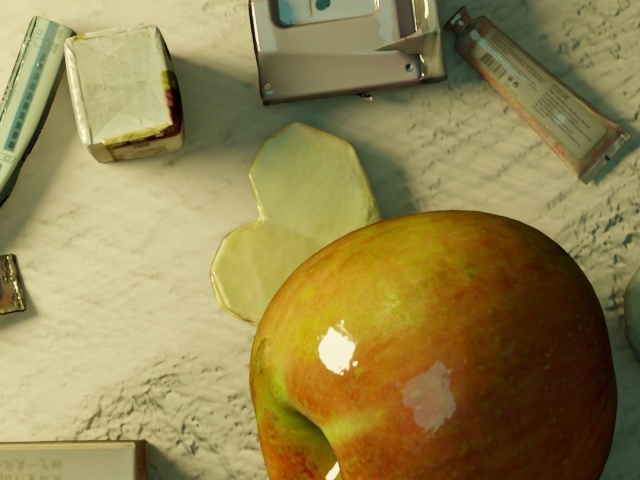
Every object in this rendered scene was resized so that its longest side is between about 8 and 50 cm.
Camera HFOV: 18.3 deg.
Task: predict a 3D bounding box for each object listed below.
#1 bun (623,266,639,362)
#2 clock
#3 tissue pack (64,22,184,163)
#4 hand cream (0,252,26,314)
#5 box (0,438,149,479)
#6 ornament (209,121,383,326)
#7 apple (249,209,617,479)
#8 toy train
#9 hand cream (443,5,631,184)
[{"bbox_3d":[0.352,0.072,1.912,0.141,0.083,0.141,1,84,-11],"label":"bun"},{"bbox_3d":[0.018,-0.259,1.928,0.186,0.083,0.253,-8,86,-1],"label":"clock"},{"bbox_3d":[-0.183,-0.137,1.883,0.099,0.148,0.106,-10,87,-2],"label":"tissue pack"},{"bbox_3d":[-0.369,0.059,1.923,0.163,0.039,0.062,-16,70,-4],"label":"hand cream"},{"bbox_3d":[-0.345,0.211,1.827,0.365,0.204,0.051,-1,85,-1],"label":"box"},{"bbox_3d":[0.000,0.000,1.924,0.180,0.059,0.201,23,84,-2],"label":"ornament"},{"bbox_3d":[0.106,0.139,1.783,0.340,0.339,0.339,0,86,-1],"label":"apple"},{"bbox_3d":[-0.300,-0.092,1.928,0.048,0.055,0.252,20,86,-9],"label":"toy train"},{"bbox_3d":[0.207,-0.149,1.947,0.210,0.043,0.067,43,88,-3],"label":"hand cream"}]
